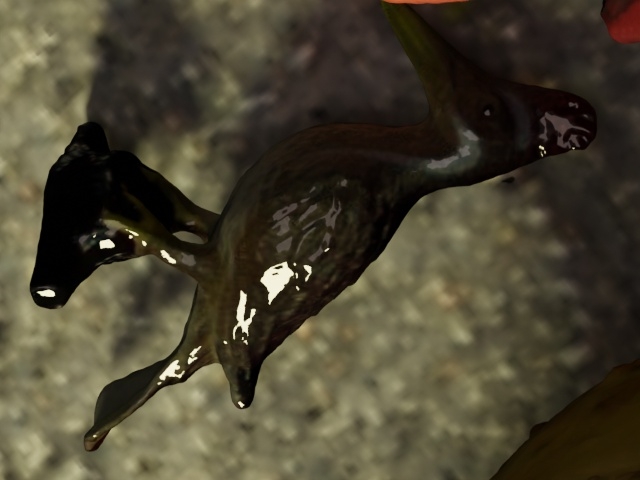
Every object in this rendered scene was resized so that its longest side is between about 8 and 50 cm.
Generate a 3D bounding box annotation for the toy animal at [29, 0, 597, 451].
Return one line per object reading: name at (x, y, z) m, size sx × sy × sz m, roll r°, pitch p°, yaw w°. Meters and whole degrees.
toy animal at (-0.009, -0.006, 0.537) m, size 0.202 × 0.070 × 0.105 m, roll -24°, pitch 107°, yaw 14°

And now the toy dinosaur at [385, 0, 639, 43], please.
toy dinosaur at (0.090, -0.077, 0.436) m, size 0.286 × 0.139 × 0.070 m, roll 8°, pitch 106°, yaw 15°

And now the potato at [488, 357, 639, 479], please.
potato at (0.159, 0.146, 0.441) m, size 0.300 × 0.196 × 0.246 m, roll 25°, pitch 137°, yaw 18°
